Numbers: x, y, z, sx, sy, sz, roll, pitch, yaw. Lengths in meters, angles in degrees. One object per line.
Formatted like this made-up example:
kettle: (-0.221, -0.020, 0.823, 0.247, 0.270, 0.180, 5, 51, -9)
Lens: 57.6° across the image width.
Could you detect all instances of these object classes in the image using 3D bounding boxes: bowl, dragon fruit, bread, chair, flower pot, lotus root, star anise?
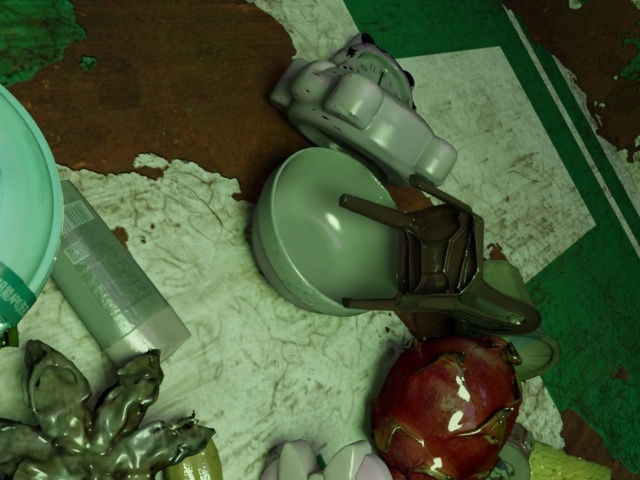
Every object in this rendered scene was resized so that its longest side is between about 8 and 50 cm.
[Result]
bowl: (0.000, 0.000, 0.984, 0.287, 0.144, 0.287, 18, 59, -32)
dragon fruit: (0.204, 0.275, 0.955, 0.315, 0.250, 0.250, -46, 104, -2)
bread: (0.423, 0.519, 1.110, 0.178, 0.141, 0.266, 28, 40, 27)
chair: (0.199, 0.040, 0.914, 0.326, 0.176, 0.183, 15, 73, -38)
flower pot: (0.349, 0.162, 1.186, 0.212, 0.212, 0.202, 26, 40, -29)
lotus root: (-0.165, 0.299, 0.754, 0.073, 0.062, 0.150, -11, 73, -20)
star anise: (-0.262, 0.261, 0.635, 0.332, 0.117, 0.331, 9, 67, -21)

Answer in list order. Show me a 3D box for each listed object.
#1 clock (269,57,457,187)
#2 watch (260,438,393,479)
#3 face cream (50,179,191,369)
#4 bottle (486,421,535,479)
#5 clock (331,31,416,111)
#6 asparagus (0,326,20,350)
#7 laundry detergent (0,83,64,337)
clock: (0.073, -0.200, 1.029, 0.295, 0.322, 0.113, 32, 90, -25)
watch: (0.040, 0.412, 0.812, 0.217, 0.211, 0.248, 30, 57, -49)
face cream: (-0.287, 0.052, 0.764, 0.107, 0.073, 0.269, -40, 97, -38)
bottle: (0.325, 0.435, 1.069, 0.110, 0.110, 0.233, 50, 47, -9)
clock: (0.116, -0.333, 1.288, 0.227, 0.090, 0.248, 37, 48, -21)
asparagus: (-0.394, 0.052, 0.704, 0.036, 0.030, 0.165, -13, 78, -29)
laundry detergent: (-0.391, -0.012, 0.511, 0.287, 0.305, 0.287, 8, 74, -31)
